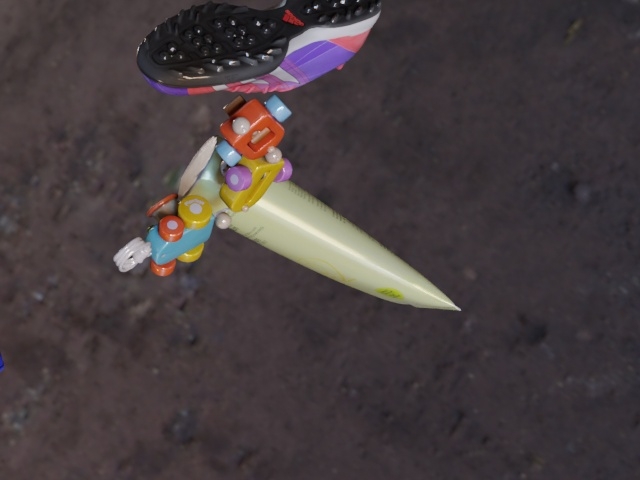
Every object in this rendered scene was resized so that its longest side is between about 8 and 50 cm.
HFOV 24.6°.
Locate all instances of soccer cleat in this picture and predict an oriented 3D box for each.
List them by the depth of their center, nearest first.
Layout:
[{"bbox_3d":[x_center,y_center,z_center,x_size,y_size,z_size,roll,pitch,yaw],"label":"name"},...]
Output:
[{"bbox_3d":[-0.065,-0.194,1.552,0.108,0.318,0.116,44,136,22],"label":"soccer cleat"}]

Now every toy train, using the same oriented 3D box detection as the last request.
[{"bbox_3d":[-0.084,-0.045,1.058,0.166,0.125,0.046,-42,71,9],"label":"toy train"}]

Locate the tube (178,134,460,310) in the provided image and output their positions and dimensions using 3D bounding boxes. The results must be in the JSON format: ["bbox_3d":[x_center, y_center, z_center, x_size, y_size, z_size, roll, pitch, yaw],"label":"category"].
[{"bbox_3d":[0.000,0.000,1.191,0.062,0.240,0.070,-49,21,29],"label":"tube"}]

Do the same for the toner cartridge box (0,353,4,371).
[{"bbox_3d":[-0.444,0.014,1.566,0.075,0.348,0.165,-8,16,13],"label":"toner cartridge box"}]
